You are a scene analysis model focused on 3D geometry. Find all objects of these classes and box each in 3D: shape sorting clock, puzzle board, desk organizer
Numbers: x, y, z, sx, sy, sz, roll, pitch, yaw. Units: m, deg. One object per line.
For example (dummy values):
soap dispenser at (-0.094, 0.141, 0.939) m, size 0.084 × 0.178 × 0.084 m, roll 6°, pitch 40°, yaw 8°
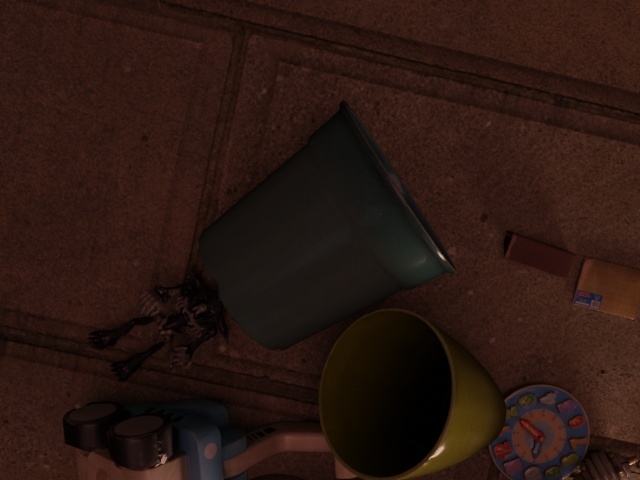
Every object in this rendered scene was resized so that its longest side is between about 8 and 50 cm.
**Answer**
shape sorting clock at (0.429, 0.383, 1.310) m, size 0.206 × 0.040 × 0.206 m, roll 0°, pitch 96°, yaw -1°
puzzle board at (0.561, 0.092, 1.298) m, size 0.128 × 0.011 × 0.096 m, roll 14°, pitch 97°, yaw -2°
desk organizer at (0.412, 0.027, 1.272) m, size 0.130 × 0.047 × 0.050 m, roll 19°, pitch 98°, yaw -2°

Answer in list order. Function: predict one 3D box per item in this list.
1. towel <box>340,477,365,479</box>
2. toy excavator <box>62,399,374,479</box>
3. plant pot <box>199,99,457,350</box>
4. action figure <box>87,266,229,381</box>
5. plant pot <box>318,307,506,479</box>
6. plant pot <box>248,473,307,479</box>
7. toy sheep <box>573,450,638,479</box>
towel at (0.016, 0.489, 1.214) m, size 0.102 × 0.237 × 0.021 m, roll -10°, pitch 92°, yaw 39°
toy excavator at (-0.175, 0.386, 1.227) m, size 0.433 × 0.445 × 0.222 m, roll 1°, pitch 99°, yaw 41°
plant pot at (0.000, 0.000, 1.139) m, size 0.334 × 0.341 × 0.341 m, roll -34°, pitch 95°, yaw 10°
action figure at (-0.276, 0.160, 1.230) m, size 0.276 × 0.141 × 0.164 m, roll -29°, pitch 94°, yaw 5°
plant pot at (0.194, 0.285, 1.171) m, size 0.293 × 0.275 × 0.274 m, roll 24°, pitch 96°, yaw -43°
plant pot at (-0.086, 0.615, 1.251) m, size 0.284 × 0.191 × 0.284 m, roll 0°, pitch 96°, yaw 0°
toy sheep at (0.553, 0.450, 1.295) m, size 0.132 × 0.091 × 0.091 m, roll -26°, pitch 96°, yaw 14°
